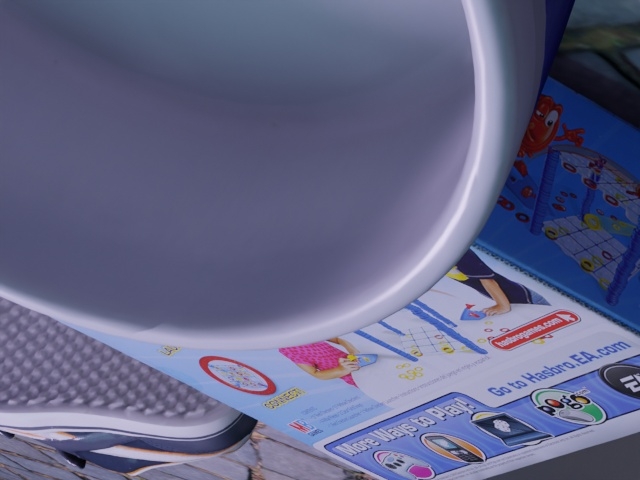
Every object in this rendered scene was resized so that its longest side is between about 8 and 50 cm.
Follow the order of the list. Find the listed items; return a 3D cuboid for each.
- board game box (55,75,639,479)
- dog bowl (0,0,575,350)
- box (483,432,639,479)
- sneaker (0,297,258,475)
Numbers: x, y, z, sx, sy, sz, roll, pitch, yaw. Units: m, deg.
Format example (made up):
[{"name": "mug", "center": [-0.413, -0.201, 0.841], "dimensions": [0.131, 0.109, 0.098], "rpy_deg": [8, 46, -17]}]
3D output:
[{"name": "board game box", "center": [0.000, 0.000, 0.768], "dimensions": [0.302, 0.086, 0.308], "rpy_deg": [28, 155, -14]}, {"name": "dog bowl", "center": [-0.059, -0.094, 0.461], "dimensions": [0.265, 0.104, 0.265], "rpy_deg": [16, 140, 14]}, {"name": "box", "center": [0.205, 0.173, 1.087], "dimensions": [0.311, 0.121, 0.148], "rpy_deg": [20, 163, -3]}, {"name": "sneaker", "center": [-0.203, 0.114, 1.333], "dimensions": [0.321, 0.126, 0.127], "rpy_deg": [13, 156, 15]}]
